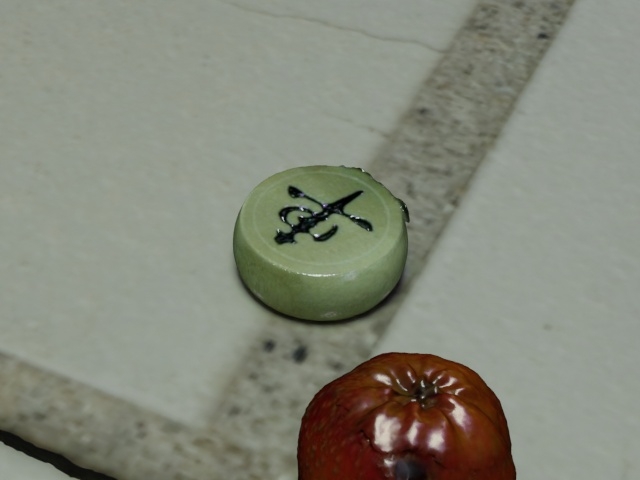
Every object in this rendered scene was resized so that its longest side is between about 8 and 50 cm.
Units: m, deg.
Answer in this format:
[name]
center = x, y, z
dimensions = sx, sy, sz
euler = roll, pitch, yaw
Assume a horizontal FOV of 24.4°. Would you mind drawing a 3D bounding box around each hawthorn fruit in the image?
[hawthorn fruit]
center = 0.033, 0.090, 0.573
dimensions = 0.093, 0.093, 0.093
euler = 2, 43, -2

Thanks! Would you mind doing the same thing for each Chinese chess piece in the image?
[Chinese chess piece]
center = 0.000, 0.000, 0.702
dimensions = 0.084, 0.034, 0.084
euler = 2, 44, -1
